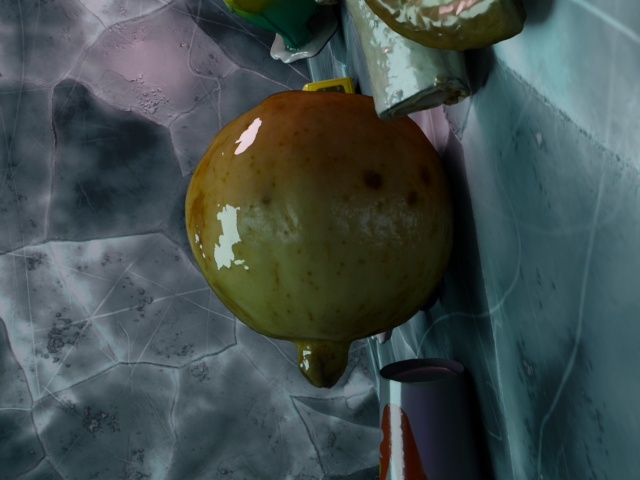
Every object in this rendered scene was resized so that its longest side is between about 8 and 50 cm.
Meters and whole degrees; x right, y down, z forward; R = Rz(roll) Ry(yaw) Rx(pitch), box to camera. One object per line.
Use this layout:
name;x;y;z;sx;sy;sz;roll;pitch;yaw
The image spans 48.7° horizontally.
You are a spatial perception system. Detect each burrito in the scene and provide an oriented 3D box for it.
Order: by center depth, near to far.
burrito;0.077;-0.276;0.744;0.143;0.105;0.299;3;-110;-57

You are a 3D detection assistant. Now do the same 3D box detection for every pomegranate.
pomegranate;0.000;0.000;0.989;0.410;0.411;0.409;168;90;-87

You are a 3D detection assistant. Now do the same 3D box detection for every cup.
cup;0.171;0.343;1.119;0.203;0.203;0.288;-125;30;-83

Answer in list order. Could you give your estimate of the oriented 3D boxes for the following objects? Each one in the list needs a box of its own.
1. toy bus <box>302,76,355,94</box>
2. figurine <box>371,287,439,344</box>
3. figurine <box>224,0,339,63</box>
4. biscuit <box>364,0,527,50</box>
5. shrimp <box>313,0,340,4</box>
toy bus;0.045;-0.191;1.595;0.152;0.144;0.330;117;142;-84
figurine;0.127;0.047;1.274;0.338;0.205;0.283;-160;64;-73
figurine;-0.110;-0.582;1.570;0.340;0.232;0.323;46;-132;-46
biscuit;0.076;-0.285;0.560;0.213;0.091;0.274;11;122;56
shrimp;-0.016;-0.649;1.390;0.221;0.110;0.445;106;157;-66
